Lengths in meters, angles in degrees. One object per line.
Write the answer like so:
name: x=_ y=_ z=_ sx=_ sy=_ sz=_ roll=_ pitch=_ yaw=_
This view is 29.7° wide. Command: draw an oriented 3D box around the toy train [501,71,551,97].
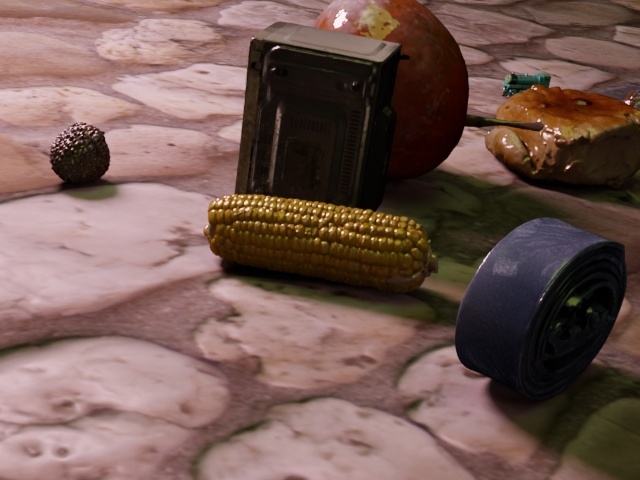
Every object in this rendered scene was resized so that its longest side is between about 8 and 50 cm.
toy train: x=0.338 y=-0.254 z=1.987 sx=0.092 sy=0.045 sz=0.029 roll=-1 pitch=21 yaw=-28

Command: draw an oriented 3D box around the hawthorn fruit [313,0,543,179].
hawthorn fruit: x=0.068 y=-0.170 z=1.470 sx=0.231 sy=0.263 sz=0.235 roll=-38 pitch=12 yaw=-37

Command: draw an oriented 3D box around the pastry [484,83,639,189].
pastry: x=0.340 y=-0.140 z=1.631 sx=0.228 sy=0.100 sz=0.218 roll=7 pitch=22 yaw=-1

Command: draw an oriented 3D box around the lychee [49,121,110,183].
lychee: x=-0.265 y=-0.097 z=1.346 sx=0.067 sy=0.068 sz=0.083 roll=51 pitch=49 yaw=-2

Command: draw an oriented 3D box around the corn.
corn: x=0.000 y=0.000 z=1.188 sx=0.238 sy=0.080 sz=0.080 roll=12 pitch=22 yaw=5

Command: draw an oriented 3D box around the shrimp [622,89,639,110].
shrimp: x=0.564 y=-0.189 z=1.871 sx=0.232 sy=0.079 sz=0.090 roll=2 pitch=-16 yaw=-22

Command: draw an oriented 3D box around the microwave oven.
microwave oven: x=-0.006 y=-0.118 z=1.308 sx=0.163 sy=0.205 sz=0.129 roll=12 pitch=22 yaw=12

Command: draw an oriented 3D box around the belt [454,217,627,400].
belt: x=0.197 y=0.057 z=1.032 sx=0.082 sy=0.141 sz=0.190 roll=25 pitch=25 yaw=33
